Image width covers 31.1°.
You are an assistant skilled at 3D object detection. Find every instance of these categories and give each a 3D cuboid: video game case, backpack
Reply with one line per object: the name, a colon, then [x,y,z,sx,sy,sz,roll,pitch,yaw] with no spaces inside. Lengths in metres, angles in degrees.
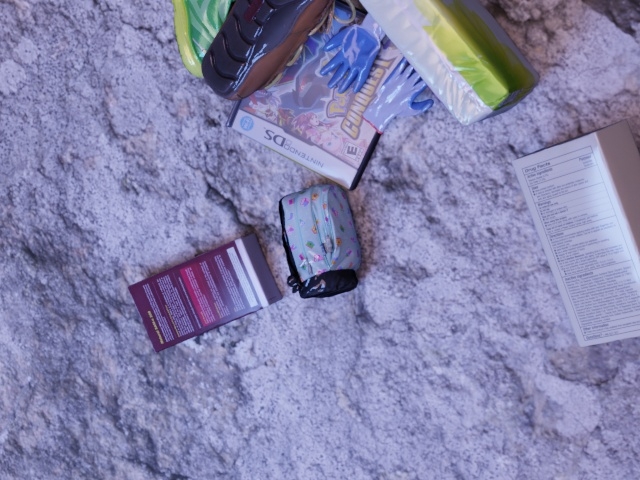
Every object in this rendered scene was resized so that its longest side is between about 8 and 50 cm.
video game case: [0.003,-0.258,1.905,0.248,0.035,0.275,28,106,12]
backpack: [0.000,0.000,1.903,0.115,0.152,0.182,-15,82,14]

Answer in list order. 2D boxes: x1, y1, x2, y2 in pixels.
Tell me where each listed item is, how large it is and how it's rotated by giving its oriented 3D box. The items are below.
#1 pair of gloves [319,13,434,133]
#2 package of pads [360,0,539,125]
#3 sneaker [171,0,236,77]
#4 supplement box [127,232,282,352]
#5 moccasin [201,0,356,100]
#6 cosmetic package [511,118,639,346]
pair of gloves: [0.093,-0.266,1.828,0.198,0.023,0.159,48,123,9]
package of pads: [0.190,-0.314,1.733,0.101,0.229,0.296,-40,84,25]
sneaker: [-0.191,-0.424,1.918,0.123,0.109,0.295,-10,98,2]
supplement box: [-0.202,0.092,2.009,0.239,0.073,0.130,-22,91,19]
moccasin: [-0.037,-0.368,1.784,0.139,0.147,0.380,47,125,20]
cosmetic package: [0.427,-0.009,1.741,0.160,0.113,0.309,-17,93,44]
